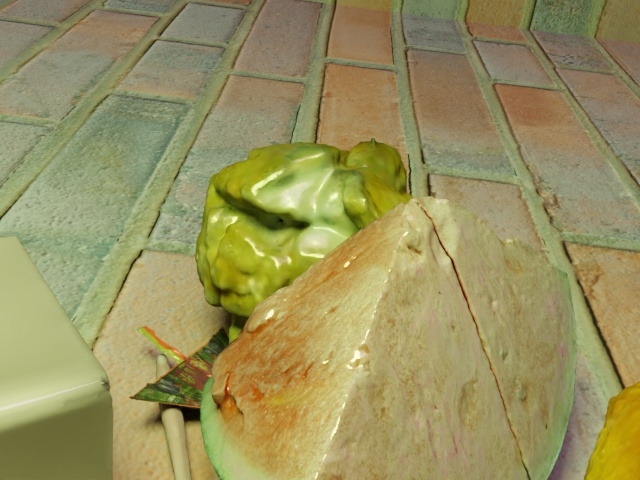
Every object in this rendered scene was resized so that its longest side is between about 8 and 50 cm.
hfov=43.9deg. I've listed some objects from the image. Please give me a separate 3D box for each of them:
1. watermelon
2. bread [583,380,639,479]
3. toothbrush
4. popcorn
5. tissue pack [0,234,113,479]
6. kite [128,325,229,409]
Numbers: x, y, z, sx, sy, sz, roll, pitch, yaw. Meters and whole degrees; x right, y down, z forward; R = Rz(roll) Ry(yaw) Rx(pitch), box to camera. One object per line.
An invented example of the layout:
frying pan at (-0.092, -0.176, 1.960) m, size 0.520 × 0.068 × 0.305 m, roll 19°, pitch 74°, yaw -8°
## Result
watermelon at (0.052, 0.127, 0.694) m, size 0.222 × 0.292 × 0.319 m, roll -14°, pitch 52°, yaw 42°
bread at (0.342, 0.217, 0.442) m, size 0.394 × 0.250 × 0.361 m, roll 17°, pitch 17°, yaw 5°
toothbrush at (-0.122, 0.196, 0.676) m, size 0.030 × 0.025 × 0.307 m, roll -10°, pitch 33°, yaw -13°
popcorn at (-0.003, 0.001, 0.842) m, size 0.276 × 0.225 × 0.276 m, roll 32°, pitch 23°, yaw -15°
tissue pack at (-0.276, 0.122, 0.639) m, size 0.136 × 0.159 × 0.246 m, roll -12°, pitch 34°, yaw -34°
kite at (-0.117, 0.127, 0.781) m, size 0.159 × 0.010 × 0.190 m, roll 27°, pitch 20°, yaw 10°
